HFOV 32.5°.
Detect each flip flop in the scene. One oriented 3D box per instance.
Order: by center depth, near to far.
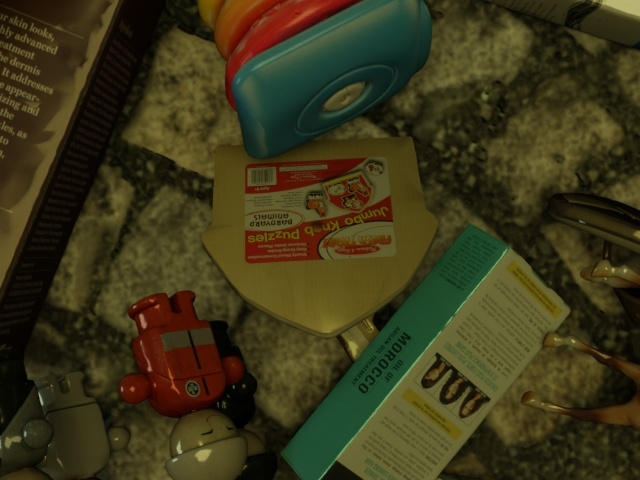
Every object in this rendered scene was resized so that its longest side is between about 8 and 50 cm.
[{"bbox_3d":[0.301,0.050,0.903,0.277,0.112,0.080,34,104,-4],"label":"flip flop"}]

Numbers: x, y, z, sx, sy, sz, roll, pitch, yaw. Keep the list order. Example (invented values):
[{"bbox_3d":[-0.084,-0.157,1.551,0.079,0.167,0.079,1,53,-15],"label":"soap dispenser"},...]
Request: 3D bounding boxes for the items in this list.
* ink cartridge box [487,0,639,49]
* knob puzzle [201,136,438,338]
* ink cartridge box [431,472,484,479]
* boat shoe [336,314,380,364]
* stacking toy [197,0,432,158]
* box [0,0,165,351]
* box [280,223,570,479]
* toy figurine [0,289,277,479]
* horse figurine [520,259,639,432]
[{"bbox_3d":[0.235,-0.253,0.908,0.203,0.086,0.148,17,89,0],"label":"ink cartridge box"},{"bbox_3d":[0.000,0.000,0.896,0.213,0.030,0.213,-1,53,1],"label":"knob puzzle"},{"bbox_3d":[0.177,0.305,0.929,0.224,0.056,0.181,14,89,-18],"label":"ink cartridge box"},{"bbox_3d":[0.029,0.063,0.926,0.045,0.050,0.135,-31,99,-3],"label":"boat shoe"},{"bbox_3d":[-0.052,-0.234,0.895,0.165,0.175,0.302,-29,75,-7],"label":"stacking toy"},{"bbox_3d":[-0.279,-0.097,0.886,0.191,0.143,0.381,23,91,2],"label":"box"},{"bbox_3d":[0.087,0.114,0.892,0.244,0.060,0.100,-50,124,-2],"label":"box"},{"bbox_3d":[-0.148,0.147,0.842,0.209,0.213,0.148,-19,75,-1],"label":"toy figurine"},{"bbox_3d":[0.267,0.084,0.837,0.174,0.263,0.066,19,46,4],"label":"horse figurine"}]
